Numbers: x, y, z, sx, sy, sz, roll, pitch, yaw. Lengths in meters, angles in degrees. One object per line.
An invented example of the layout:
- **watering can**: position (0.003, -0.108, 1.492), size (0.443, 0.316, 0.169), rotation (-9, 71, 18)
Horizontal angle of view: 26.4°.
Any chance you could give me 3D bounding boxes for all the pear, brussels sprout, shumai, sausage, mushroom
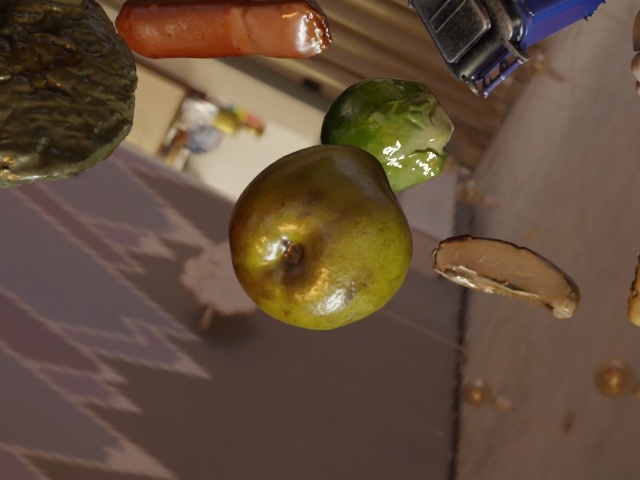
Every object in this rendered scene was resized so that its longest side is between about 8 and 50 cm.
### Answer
- **pear**: position (0.000, 0.000, 1.423), size (0.200, 0.200, 0.200), rotation (-63, -174, 12)
- **brussels sprout**: position (0.074, -0.128, 1.604), size (0.155, 0.155, 0.117), rotation (-62, -151, 24)
- **shumai**: position (-0.318, -0.130, 1.413), size (0.218, 0.189, 0.256), rotation (-29, -160, 47)
- **sausage**: position (-0.134, -0.303, 1.887), size (0.094, 0.349, 0.097), rotation (-63, 144, -36)
- **mushroom**: position (0.254, 0.046, 1.792), size (0.094, 0.210, 0.072), rotation (38, 74, -56)

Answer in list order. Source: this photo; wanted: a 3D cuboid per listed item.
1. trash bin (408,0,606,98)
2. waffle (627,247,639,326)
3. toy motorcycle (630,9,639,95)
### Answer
- **trash bin**: position (0.247, -0.300, 1.654), size (0.235, 0.184, 0.162), rotation (-24, 171, -29)
- **waffle**: position (0.437, -0.060, 1.308), size (0.376, 0.114, 0.260), rotation (-22, 131, -51)
- **toy motorcycle**: position (0.572, -0.259, 2.135), size (0.223, 0.340, 0.108), rotation (-24, -170, -37)
